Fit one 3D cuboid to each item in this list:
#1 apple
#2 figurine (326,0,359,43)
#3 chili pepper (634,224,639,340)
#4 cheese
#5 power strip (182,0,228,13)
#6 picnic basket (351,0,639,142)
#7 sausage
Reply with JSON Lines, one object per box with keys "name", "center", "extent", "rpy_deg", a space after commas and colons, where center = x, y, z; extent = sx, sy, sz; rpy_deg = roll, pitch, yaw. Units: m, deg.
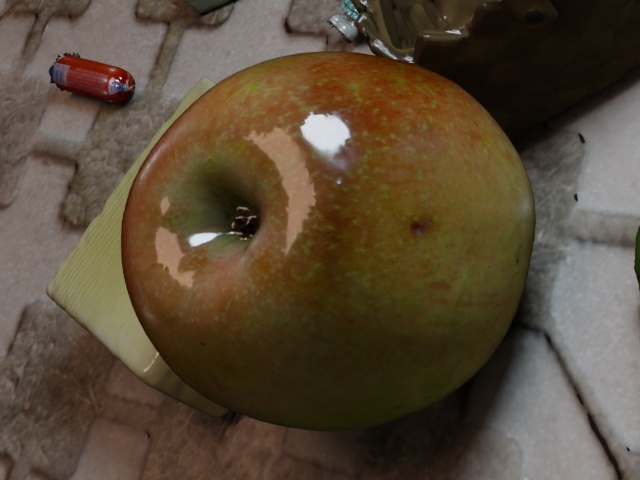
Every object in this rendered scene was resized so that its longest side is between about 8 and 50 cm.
{"name": "apple", "center": [0.000, 0.000, 1.539], "extent": [0.319, 0.277, 0.319], "rpy_deg": [1, 91, 28]}
{"name": "figurine", "center": [0.055, -0.243, 1.910], "extent": [0.106, 0.047, 0.060], "rpy_deg": [-47, 29, 8]}
{"name": "chili pepper", "center": [0.269, 0.061, 1.429], "extent": [0.073, 0.072, 0.204], "rpy_deg": [-29, 42, 23]}
{"name": "cheese", "center": [-0.104, 0.004, 1.810], "extent": [0.265, 0.124, 0.242], "rpy_deg": [-54, 34, -2]}
{"name": "power strip", "center": [-0.052, -0.322, 2.078], "extent": [0.272, 0.052, 0.078], "rpy_deg": [-18, 49, 34]}
{"name": "picnic basket", "center": [0.150, -0.275, 1.629], "extent": [0.291, 0.321, 0.254], "rpy_deg": [-32, 38, 20]}
{"name": "sausage", "center": [-0.250, -0.182, 2.170], "extent": [0.050, 0.048, 0.145], "rpy_deg": [-25, 25, -33]}
